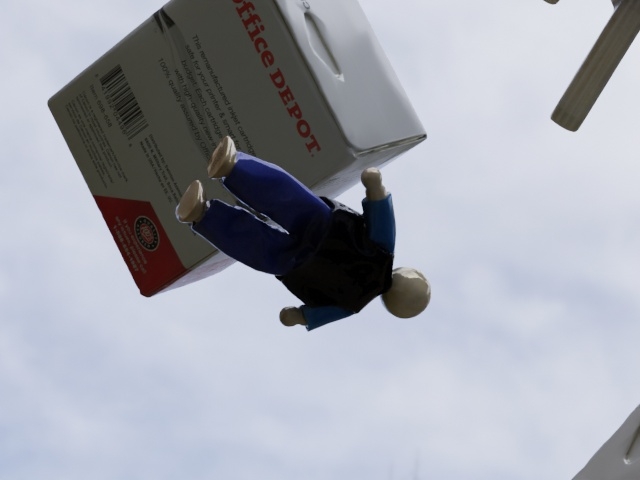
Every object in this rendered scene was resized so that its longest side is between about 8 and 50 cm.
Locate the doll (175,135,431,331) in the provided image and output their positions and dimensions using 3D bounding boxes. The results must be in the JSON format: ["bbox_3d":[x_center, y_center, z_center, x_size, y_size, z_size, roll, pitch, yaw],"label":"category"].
[{"bbox_3d":[0.000,0.000,1.315,0.189,0.046,0.129,31,-78,-19],"label":"doll"}]

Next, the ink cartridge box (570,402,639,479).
[{"bbox_3d":[0.284,0.170,1.185,0.219,0.092,0.160,27,-71,-33],"label":"ink cartridge box"}]

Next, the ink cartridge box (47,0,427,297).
[{"bbox_3d":[-0.073,-0.103,1.589,0.273,0.114,0.197,-32,-98,39],"label":"ink cartridge box"}]

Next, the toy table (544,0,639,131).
[{"bbox_3d":[0.276,-0.214,1.555,0.274,0.252,0.161,41,-33,10],"label":"toy table"}]
